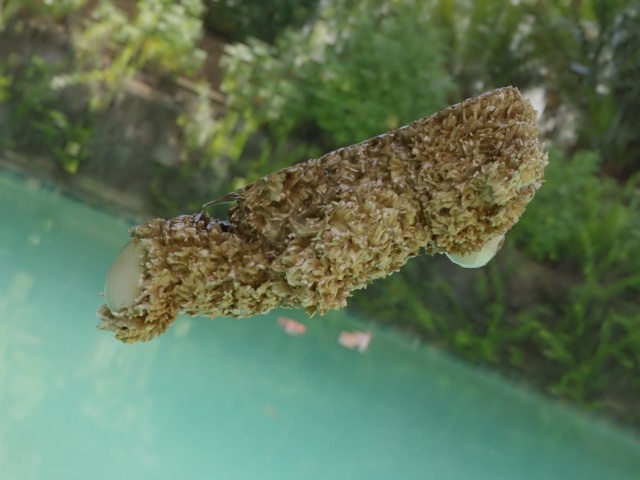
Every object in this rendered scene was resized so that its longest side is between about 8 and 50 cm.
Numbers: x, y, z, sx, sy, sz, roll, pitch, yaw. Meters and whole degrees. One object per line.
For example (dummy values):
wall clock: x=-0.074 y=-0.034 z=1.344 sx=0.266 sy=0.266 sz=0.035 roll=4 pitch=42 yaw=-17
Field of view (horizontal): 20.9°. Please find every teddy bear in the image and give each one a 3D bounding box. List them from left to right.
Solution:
teddy bear: x=0.000 y=0.000 z=1.205 sx=0.338 sy=0.113 sz=0.245 roll=-21 pitch=2 yaw=-19
